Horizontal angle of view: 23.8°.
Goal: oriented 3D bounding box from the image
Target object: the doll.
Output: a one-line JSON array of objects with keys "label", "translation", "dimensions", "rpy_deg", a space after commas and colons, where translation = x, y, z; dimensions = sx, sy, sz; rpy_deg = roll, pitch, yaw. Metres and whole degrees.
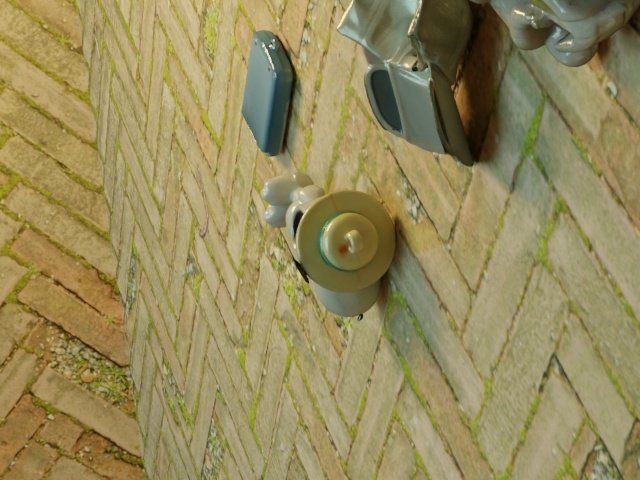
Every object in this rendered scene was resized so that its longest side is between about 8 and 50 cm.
[{"label": "doll", "translation": [-0.005, -0.020, 2.067], "dimensions": [0.208, 0.144, 0.271], "rpy_deg": [88, 157, -48]}]

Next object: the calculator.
[{"label": "calculator", "translation": [-0.082, -0.227, 2.344], "dimensions": [0.210, 0.039, 0.121], "rpy_deg": [101, 151, -44]}]

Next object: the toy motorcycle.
[{"label": "toy motorcycle", "translation": [0.188, -0.262, 1.406], "dimensions": [0.340, 0.108, 0.223], "rpy_deg": [36, 161, 48]}]

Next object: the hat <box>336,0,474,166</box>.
[{"label": "hat", "translation": [0.133, -0.200, 1.700], "dimensions": [0.226, 0.164, 0.219], "rpy_deg": [46, 174, -25]}]
